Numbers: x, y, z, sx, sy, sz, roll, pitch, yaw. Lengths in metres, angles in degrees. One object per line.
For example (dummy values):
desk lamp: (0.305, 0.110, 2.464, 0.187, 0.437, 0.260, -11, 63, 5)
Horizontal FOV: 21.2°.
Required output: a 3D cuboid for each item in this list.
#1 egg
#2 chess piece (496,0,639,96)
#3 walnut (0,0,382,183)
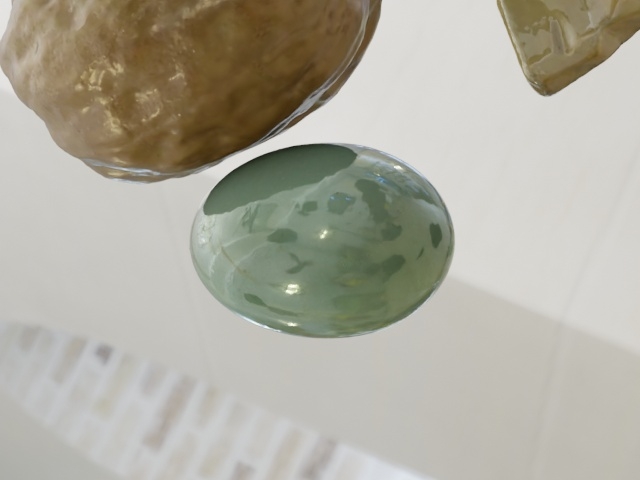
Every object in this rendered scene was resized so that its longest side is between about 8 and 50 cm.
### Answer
egg: (0.000, 0.000, 1.458, 0.168, 0.231, 0.168, 0, -90, -75)
chess piece: (0.158, -0.247, 1.223, 0.137, 0.137, 0.301, 85, 172, -62)
walnut: (-0.106, -0.215, 1.489, 0.344, 0.306, 0.306, -28, -6, 13)
